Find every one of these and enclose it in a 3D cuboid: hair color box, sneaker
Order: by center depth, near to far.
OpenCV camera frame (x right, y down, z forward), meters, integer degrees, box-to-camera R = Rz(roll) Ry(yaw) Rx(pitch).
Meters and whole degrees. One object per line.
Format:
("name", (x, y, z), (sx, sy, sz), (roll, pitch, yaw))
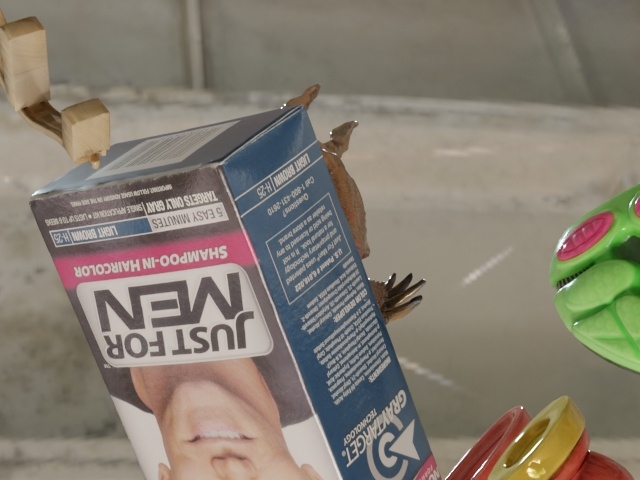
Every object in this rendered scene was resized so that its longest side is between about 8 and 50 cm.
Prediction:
("hair color box", (-0.044, 0.097, 0.986), (0.174, 0.347, 0.105), (-8, -159, 37))
("sneaker", (0.423, 0.045, 1.145), (0.483, 0.202, 0.185), (-2, -114, 14))

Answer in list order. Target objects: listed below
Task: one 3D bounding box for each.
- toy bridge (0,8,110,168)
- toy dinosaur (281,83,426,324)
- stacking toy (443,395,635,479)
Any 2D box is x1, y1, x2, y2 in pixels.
("toy bridge", (-0.177, -0.105, 0.879), (0.026, 0.063, 0.188), (-22, -125, -24))
("toy dinosaur", (0.000, 0.000, 1.174), (0.127, 0.296, 0.200), (-23, -100, 5))
("stacking toy", (0.189, 0.306, 1.496), (0.130, 0.309, 0.279), (41, -97, 1))
